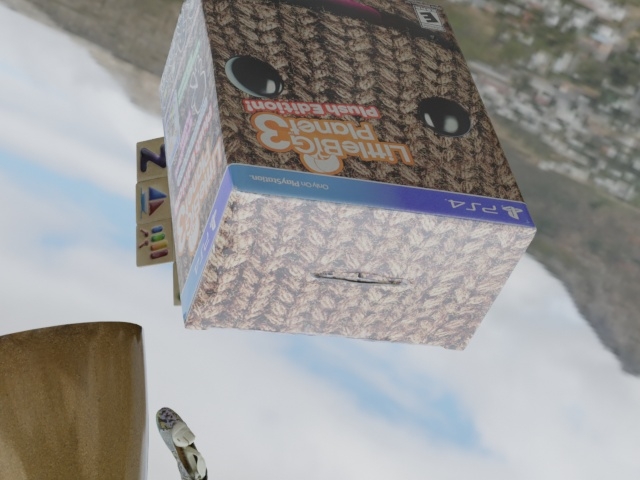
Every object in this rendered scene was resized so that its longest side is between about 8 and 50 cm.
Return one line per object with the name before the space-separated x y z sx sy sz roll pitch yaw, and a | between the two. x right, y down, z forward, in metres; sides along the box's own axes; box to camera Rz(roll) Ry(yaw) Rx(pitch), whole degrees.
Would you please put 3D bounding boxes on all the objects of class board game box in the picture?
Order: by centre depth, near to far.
board game box | 0.005 -0.073 0.899 0.232 0.141 0.291 6 -137 -20

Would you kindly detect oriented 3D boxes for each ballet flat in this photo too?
ballet flat | -0.167 0.257 1.385 0.041 0.114 0.041 -19 -165 5

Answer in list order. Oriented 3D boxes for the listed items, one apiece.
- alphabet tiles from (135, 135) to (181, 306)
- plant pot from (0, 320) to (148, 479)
alphabet tiles | -0.088 -0.071 1.384 0.342 0.285 0.011 -9 165 25
plant pot | -0.262 0.231 1.081 0.237 0.254 0.237 -14 167 -3
